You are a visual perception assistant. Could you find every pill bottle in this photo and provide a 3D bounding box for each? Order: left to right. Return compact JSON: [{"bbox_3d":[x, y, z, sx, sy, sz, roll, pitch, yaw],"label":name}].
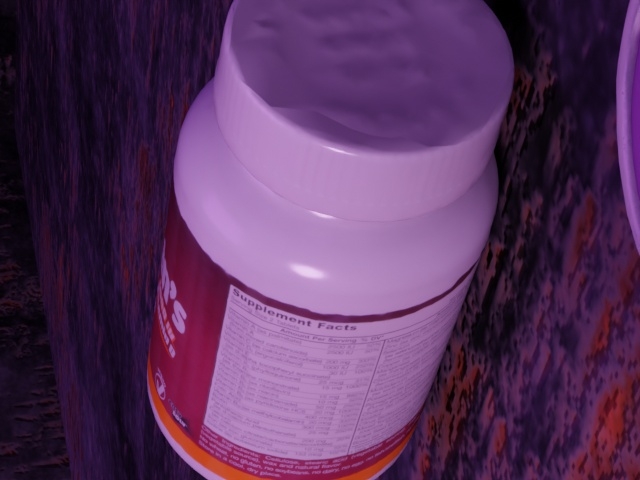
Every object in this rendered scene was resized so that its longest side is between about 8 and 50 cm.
[{"bbox_3d":[0.000,0.000,0.668,0.221,0.121,0.121,104,156,-51],"label":"pill bottle"}]

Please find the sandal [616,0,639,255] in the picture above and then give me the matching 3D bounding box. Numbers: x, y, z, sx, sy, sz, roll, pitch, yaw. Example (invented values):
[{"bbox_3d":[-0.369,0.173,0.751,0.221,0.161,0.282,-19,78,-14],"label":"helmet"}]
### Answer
[{"bbox_3d":[0.127,0.002,0.220,0.416,0.102,0.169,-173,77,-73],"label":"sandal"}]
